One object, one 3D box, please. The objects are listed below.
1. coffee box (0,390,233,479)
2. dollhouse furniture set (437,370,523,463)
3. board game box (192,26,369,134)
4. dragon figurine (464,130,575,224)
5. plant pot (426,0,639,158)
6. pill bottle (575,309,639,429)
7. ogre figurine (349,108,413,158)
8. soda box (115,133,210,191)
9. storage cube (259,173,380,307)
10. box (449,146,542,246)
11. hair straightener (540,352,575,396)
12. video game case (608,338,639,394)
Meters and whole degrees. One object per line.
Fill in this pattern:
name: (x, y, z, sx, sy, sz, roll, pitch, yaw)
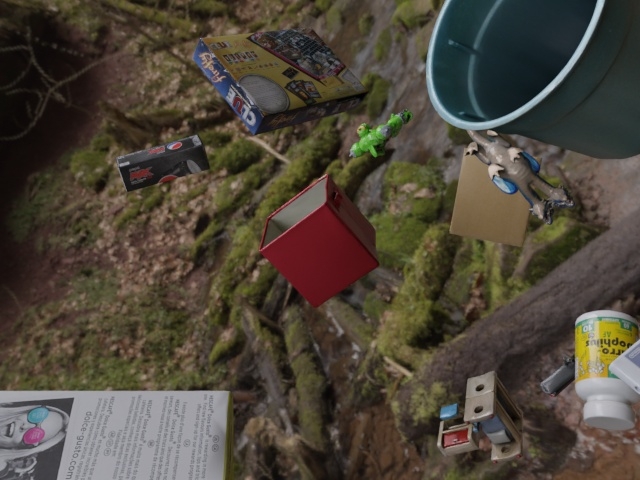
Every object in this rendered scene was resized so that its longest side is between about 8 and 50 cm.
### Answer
coffee box: (-0.262, 0.400, 0.648, 0.338, 0.335, 0.337, -98, 11, -56)
dollhouse furniture set: (0.315, 0.390, 1.285, 0.184, 0.129, 0.129, -27, 18, 29)
board game box: (-0.056, -0.261, 0.962, 0.165, 0.243, 0.042, 52, 135, 14)
dragon figurine: (0.353, -0.143, 1.142, 0.085, 0.144, 0.289, -46, 41, 15)
plant pot: (0.416, -0.297, 0.997, 0.341, 0.334, 0.340, -31, 53, 51)
pill bottle: (0.555, 0.251, 1.171, 0.118, 0.118, 0.208, -31, 38, 52)
ogre figurine: (0.153, -0.278, 1.634, 0.197, 0.096, 0.118, -9, 19, 33)
soda box: (-0.308, -0.152, 1.190, 0.053, 0.169, 0.060, -125, 21, -52)
storage cube: (0.000, 0.000, 1.380, 0.215, 0.193, 0.183, -36, 20, 17)
box: (0.382, -0.096, 1.335, 0.021, 0.165, 0.201, -41, -40, -64)
hair straightener: (0.654, 0.312, 1.536, 0.230, 0.089, 0.047, -43, 50, 16)
video game case: (0.590, 0.203, 0.938, 0.183, 0.201, 0.023, 45, 155, 36)
